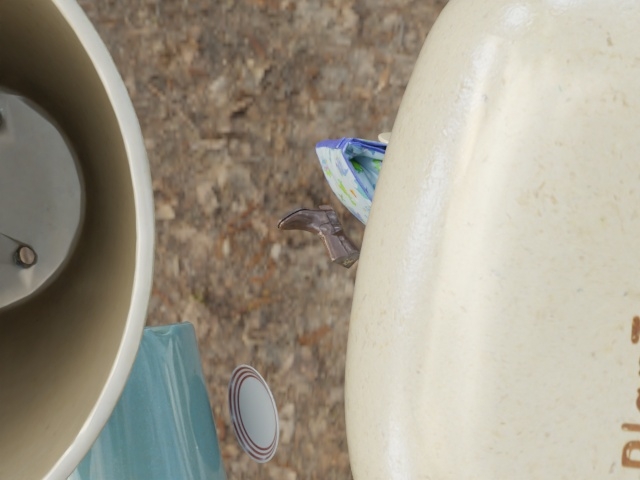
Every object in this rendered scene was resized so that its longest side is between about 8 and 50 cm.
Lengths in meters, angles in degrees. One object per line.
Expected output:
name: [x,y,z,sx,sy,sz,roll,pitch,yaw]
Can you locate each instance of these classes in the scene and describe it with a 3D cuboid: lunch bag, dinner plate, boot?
lunch bag: [0.068,-0.064,1.523,0.151,0.129,0.096,36,83,-14]
dinner plate: [-0.091,0.244,1.915,0.017,0.141,0.141,-11,56,-33]
boot: [0.000,0.000,2.114,0.106,0.037,0.114,-17,60,-20]

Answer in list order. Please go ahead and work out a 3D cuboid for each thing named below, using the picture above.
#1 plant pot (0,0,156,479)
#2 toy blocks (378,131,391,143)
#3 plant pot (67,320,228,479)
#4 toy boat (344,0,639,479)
plant pot: [-0.184,-0.014,0.581,0.256,0.274,0.256,0,95,0]
toy blocks: [0.117,-0.062,1.885,0.054,0.148,0.123,-11,30,-44]
plant pot: [-0.281,0.292,1.892,0.341,0.341,0.334,-7,89,-8]
toy boat: [0.167,0.047,0.428,0.318,0.148,0.267,10,97,9]
